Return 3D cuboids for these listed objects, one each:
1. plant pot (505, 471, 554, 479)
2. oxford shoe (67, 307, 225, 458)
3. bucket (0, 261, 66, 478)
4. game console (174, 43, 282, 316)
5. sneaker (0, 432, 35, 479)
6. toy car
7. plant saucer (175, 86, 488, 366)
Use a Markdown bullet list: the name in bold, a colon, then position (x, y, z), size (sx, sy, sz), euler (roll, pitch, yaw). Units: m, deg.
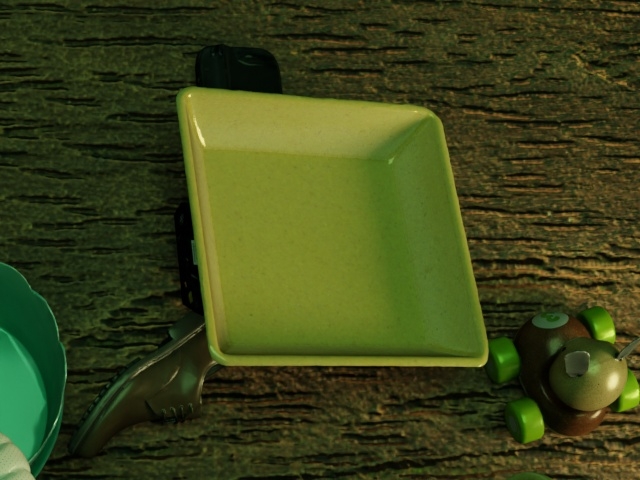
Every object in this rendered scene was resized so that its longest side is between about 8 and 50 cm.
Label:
- **plant pot**: position (0.331, 0.387, 1.679), size (0.253, 0.276, 0.276), euler (4, 71, -21)
- **oxford shoe**: position (-0.179, 0.172, 1.739), size (0.227, 0.083, 0.096), euler (-40, 84, -19)
- **bucket**: position (-0.400, 0.162, 1.650), size (0.281, 0.183, 0.281), euler (3, 72, -8)
- **game console**: position (-0.069, -0.072, 1.848), size (0.213, 0.044, 0.361), euler (5, 62, -23)
- **sneaker**: position (-0.397, 0.298, 1.486), size (0.322, 0.130, 0.236), euler (-20, 69, 20)
- **toy car**: position (0.292, 0.135, 1.776), size (0.155, 0.188, 0.149), euler (-16, 75, -15)
- **plant saucer**: position (0.000, 0.000, 1.766), size (0.332, 0.081, 0.333), euler (3, 63, -25)
